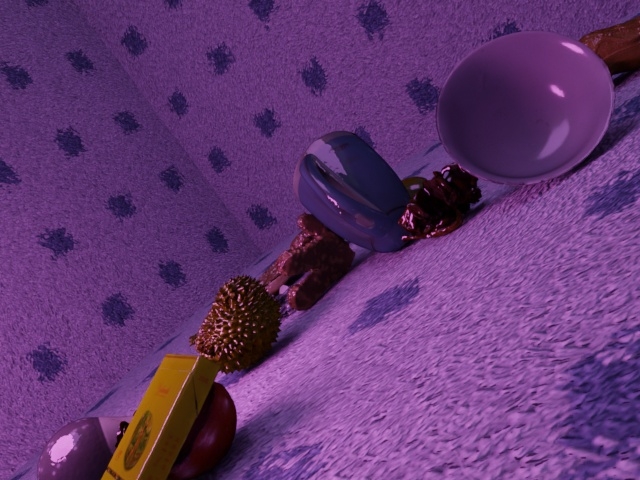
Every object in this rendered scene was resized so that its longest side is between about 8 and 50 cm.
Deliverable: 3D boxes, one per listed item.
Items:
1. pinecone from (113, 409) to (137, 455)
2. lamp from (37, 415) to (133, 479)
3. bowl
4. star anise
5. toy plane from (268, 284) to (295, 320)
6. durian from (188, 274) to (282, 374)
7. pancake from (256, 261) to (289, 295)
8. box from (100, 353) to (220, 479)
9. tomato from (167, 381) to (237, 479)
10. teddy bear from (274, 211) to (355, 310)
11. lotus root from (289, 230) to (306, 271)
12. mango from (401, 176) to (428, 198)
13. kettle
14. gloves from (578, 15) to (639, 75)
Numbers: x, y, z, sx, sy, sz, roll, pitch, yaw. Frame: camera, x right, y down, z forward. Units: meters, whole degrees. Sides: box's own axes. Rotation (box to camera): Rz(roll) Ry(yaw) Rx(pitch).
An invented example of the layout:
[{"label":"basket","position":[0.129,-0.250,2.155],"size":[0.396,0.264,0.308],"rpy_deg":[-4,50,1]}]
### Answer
[{"label":"pinecone","position":[-0.314,0.382,1.067],"size":[0.120,0.140,0.140],"rpy_deg":[-7,12,9]},{"label":"lamp","position":[-0.418,0.409,1.167],"size":[0.313,0.182,0.182],"rpy_deg":[-39,7,-26]},{"label":"bowl","position":[0.427,-0.251,1.210],"size":[0.345,0.346,0.157],"rpy_deg":[-35,-26,8]},{"label":"star anise","position":[0.285,-0.084,1.304],"size":[0.190,0.126,0.220],"rpy_deg":[-38,-21,-17]},{"label":"toy plane","position":[-0.146,0.207,1.666],"size":[0.234,0.083,0.159],"rpy_deg":[-40,34,-28]},{"label":"durian","position":[-0.198,0.213,1.371],"size":[0.237,0.177,0.200],"rpy_deg":[-48,-41,14]},{"label":"pancake","position":[-0.214,0.179,2.178],"size":[0.386,0.082,0.387],"rpy_deg":[-39,7,6]},{"label":"box","position":[-0.284,0.343,0.916],"size":[0.187,0.047,0.335],"rpy_deg":[-17,45,58]},{"label":"tomato","position":[-0.206,0.331,0.970],"size":[0.189,0.099,0.173],"rpy_deg":[-28,32,46]},{"label":"teddy bear","position":[-0.036,0.038,1.645],"size":[0.296,0.247,0.222],"rpy_deg":[-29,29,-31]},{"label":"lotus root","position":[0.000,0.000,2.068],"size":[0.284,0.146,0.160],"rpy_deg":[-36,26,-30]},{"label":"mango","position":[0.290,-0.158,1.921],"size":[0.237,0.091,0.137],"rpy_deg":[-19,23,51]},{"label":"kettle","position":[0.089,-0.107,1.479],"size":[0.319,0.342,0.247],"rpy_deg":[12,-62,-46]},{"label":"gloves","position":[0.743,-0.479,1.520],"size":[0.356,0.155,0.203],"rpy_deg":[-36,2,35]}]
